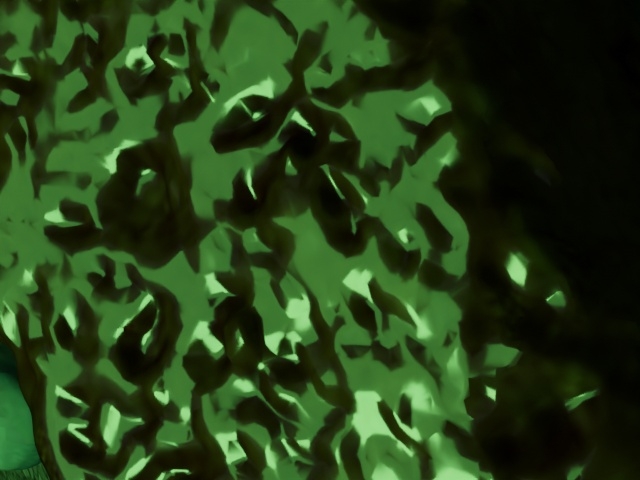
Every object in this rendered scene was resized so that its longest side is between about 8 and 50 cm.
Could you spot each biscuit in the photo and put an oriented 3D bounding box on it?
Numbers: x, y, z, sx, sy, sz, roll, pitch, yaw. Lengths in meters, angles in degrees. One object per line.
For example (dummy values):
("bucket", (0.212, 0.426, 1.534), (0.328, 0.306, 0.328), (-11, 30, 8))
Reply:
("biscuit", (0.000, 0.000, 0.907), (0.343, 0.166, 0.395), (-30, 79, 39))

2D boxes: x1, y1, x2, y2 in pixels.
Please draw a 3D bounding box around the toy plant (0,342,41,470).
("toy plant", (-0.115, 0.090, 1.257), (0.332, 0.247, 0.247), (-121, 20, -65))
